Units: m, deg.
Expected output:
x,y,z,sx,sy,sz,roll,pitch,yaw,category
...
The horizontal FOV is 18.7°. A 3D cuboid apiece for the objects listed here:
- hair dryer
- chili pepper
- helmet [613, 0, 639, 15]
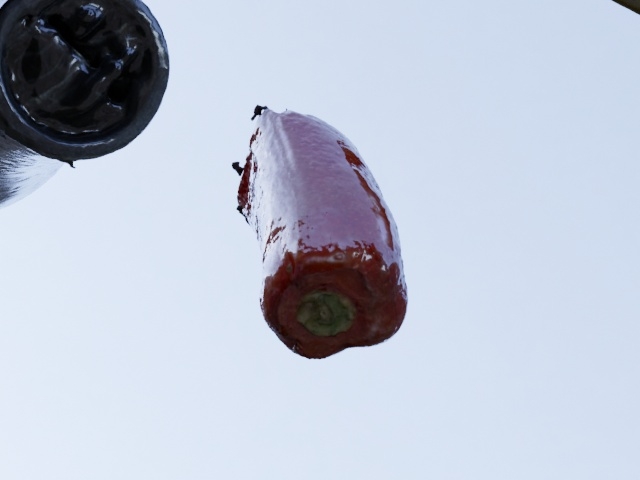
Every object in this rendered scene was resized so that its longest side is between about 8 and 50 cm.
x,y,z,sx,sy,sz,roll,pitch,yaw,category
-0.181,-0.072,0.522,0.272,0.091,0.235,17,-3,-23,hair dryer
0.000,0.000,0.842,0.070,0.123,0.073,29,-66,-30,chili pepper
0.209,-0.191,1.050,0.205,0.257,0.140,27,-83,-11,helmet
